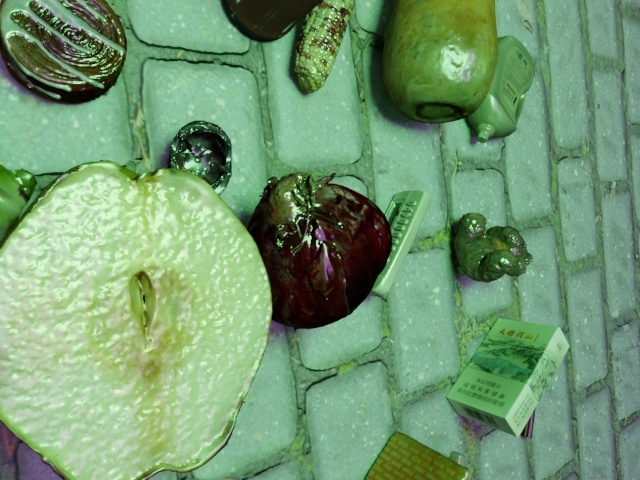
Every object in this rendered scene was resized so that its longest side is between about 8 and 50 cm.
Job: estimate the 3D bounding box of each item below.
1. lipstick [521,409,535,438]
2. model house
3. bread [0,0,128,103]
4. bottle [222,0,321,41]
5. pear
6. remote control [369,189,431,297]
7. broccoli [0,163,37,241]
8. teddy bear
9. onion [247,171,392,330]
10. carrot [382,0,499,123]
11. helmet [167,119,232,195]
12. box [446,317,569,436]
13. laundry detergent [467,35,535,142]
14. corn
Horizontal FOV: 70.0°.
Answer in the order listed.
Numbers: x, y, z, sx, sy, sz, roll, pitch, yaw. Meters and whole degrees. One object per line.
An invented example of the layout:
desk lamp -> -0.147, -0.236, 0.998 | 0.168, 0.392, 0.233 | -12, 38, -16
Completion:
lipstick -> 0.558, 0.430, 1.210 | 0.027, 0.027, 0.177 | 22, 76, -30
model house -> 0.228, 0.534, 0.896 | 0.236, 0.202, 0.238 | 23, 79, -30
bread -> -0.349, -0.268, 0.620 | 0.160, 0.073, 0.161 | 0, 90, -32
bottle -> -0.026, -0.421, 0.669 | 0.143, 0.336, 0.144 | 0, 90, -31
pear -> -0.252, 0.100, 0.608 | 0.340, 0.191, 0.387 | 1, 88, -38
remote control -> 0.148, 0.005, 0.918 | 0.049, 0.090, 0.230 | 34, 74, -28
broccoli -> -0.461, -0.079, 0.453 | 0.321, 0.304, 0.283 | -52, 142, 4
teddy bear -> 0.399, 0.023, 1.057 | 0.190, 0.177, 0.140 | -12, 140, -31
onion -> 0.005, 0.017, 0.757 | 0.280, 0.221, 0.281 | -15, 115, -36
carrot -> 0.236, -0.412, 0.901 | 0.224, 0.224, 0.341 | 9, 83, -32
helmet -> -0.191, -0.124, 0.719 | 0.098, 0.070, 0.123 | 7, 93, -26
box -> 0.428, 0.300, 1.046 | 0.256, 0.164, 0.069 | -45, 111, -24
laundry detergent -> 0.425, -0.344, 1.095 | 0.181, 0.091, 0.253 | 32, 73, -34
corn -> 0.007, -0.396, 0.838 | 0.086, 0.086, 0.253 | 21, 82, -30
